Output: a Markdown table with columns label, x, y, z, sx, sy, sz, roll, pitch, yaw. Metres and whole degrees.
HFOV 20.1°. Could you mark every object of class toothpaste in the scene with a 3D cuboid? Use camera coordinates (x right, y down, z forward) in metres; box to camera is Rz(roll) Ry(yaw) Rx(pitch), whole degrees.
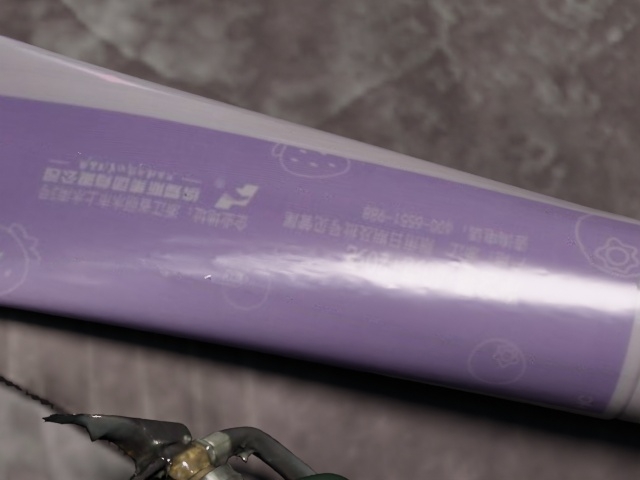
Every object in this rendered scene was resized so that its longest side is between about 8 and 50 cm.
| label | x | y | z | sx | sy | sz | roll | pitch | yaw |
| --- | --- | --- | --- | --- | --- | --- | --- | --- | --- |
| toothpaste | 0.000 | 0.000 | 0.727 | 0.371 | 0.080 | 0.125 | 14 | 63 | -2 |

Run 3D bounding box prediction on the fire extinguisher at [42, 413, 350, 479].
| label | x | y | z | sx | sy | sz | roll | pitch | yaw |
| --- | --- | --- | --- | --- | --- | --- | --- | --- | --- |
| fire extinguisher | 0.018 | 0.162 | 0.644 | 0.294 | 0.093 | 0.118 | 49 | 38 | 11 |
